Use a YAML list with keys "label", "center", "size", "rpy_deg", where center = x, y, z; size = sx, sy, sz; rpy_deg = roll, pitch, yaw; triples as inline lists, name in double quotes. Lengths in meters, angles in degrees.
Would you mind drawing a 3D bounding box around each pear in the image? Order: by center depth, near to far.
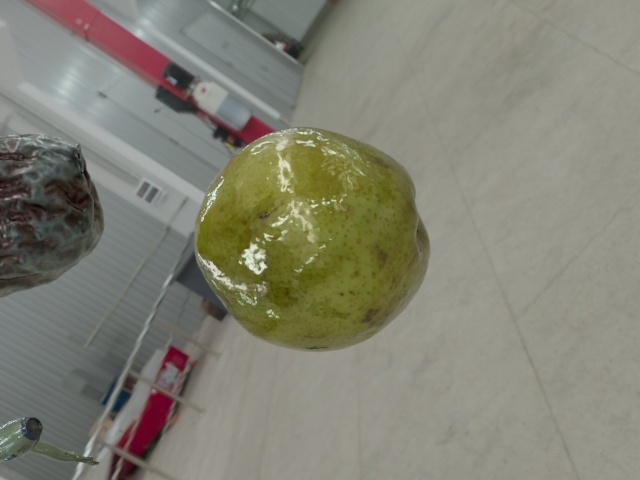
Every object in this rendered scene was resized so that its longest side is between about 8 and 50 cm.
- label: "pear"
  center: [0.000, 0.000, 1.006]
  size: [0.304, 0.304, 0.304]
  rpy_deg: [-53, 13, 17]

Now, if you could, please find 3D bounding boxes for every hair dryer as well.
- label: "hair dryer"
  center: [-0.516, 0.382, 1.338]
  size: [0.167, 0.199, 0.067]
  rpy_deg: [-22, 50, 13]

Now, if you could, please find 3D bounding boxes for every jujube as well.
- label: "jujube"
  center: [-0.462, -0.032, 1.049]
  size: [0.317, 0.226, 0.226]
  rpy_deg: [-18, 14, -2]
